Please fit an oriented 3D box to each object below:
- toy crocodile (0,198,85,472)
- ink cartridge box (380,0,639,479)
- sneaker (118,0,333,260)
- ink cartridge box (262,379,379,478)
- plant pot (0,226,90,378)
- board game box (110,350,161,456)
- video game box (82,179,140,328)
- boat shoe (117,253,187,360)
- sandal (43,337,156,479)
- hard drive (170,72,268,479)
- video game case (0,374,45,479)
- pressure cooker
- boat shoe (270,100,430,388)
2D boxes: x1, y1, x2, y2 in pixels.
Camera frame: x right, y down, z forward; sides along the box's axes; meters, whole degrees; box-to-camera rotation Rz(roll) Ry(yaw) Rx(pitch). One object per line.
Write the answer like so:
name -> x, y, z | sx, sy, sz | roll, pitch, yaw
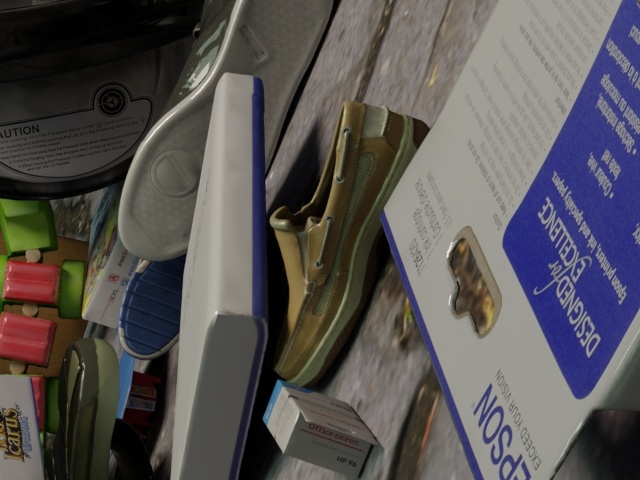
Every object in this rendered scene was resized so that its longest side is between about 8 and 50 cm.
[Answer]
toy crocodile -> -0.321, 0.117, 1.876 | 0.105, 0.115, 0.340 | 146, 129, -82
ink cartridge box -> 0.138, -0.067, 0.725 | 0.303, 0.072, 0.307 | -105, 36, -63
sneaker -> -0.085, -0.123, 1.499 | 0.296, 0.104, 0.147 | -61, 15, 10
ink cartridge box -> 0.000, 0.110, 0.997 | 0.083, 0.048, 0.028 | -138, 69, -74
plant pot -> -0.429, 0.077, 2.124 | 0.237, 0.254, 0.237 | -161, 90, -74
board game box -> -0.170, 0.151, 1.563 | 0.169, 0.033, 0.133 | -90, 19, -58
video game box -> -0.202, -0.035, 1.876 | 0.187, 0.048, 0.205 | -60, 18, 26
boat shoe -> -0.132, 0.033, 1.536 | 0.183, 0.066, 0.066 | -67, 7, -29
sandal -> -0.171, 0.190, 1.400 | 0.303, 0.086, 0.120 | 108, 152, -52
hard drive -> -0.074, 0.045, 1.264 | 0.319, 0.040, 0.210 | -93, 14, -57
video game case -> -0.295, 0.300, 1.557 | 0.244, 0.061, 0.269 | -109, 28, -48
pressure cooker -> -0.294, -0.235, 1.726 | 0.370, 0.375, 0.420 | -53, 20, 1
boat shoe -> 0.000, 0.000, 1.090 | 0.068, 0.072, 0.190 | -126, 57, -70
